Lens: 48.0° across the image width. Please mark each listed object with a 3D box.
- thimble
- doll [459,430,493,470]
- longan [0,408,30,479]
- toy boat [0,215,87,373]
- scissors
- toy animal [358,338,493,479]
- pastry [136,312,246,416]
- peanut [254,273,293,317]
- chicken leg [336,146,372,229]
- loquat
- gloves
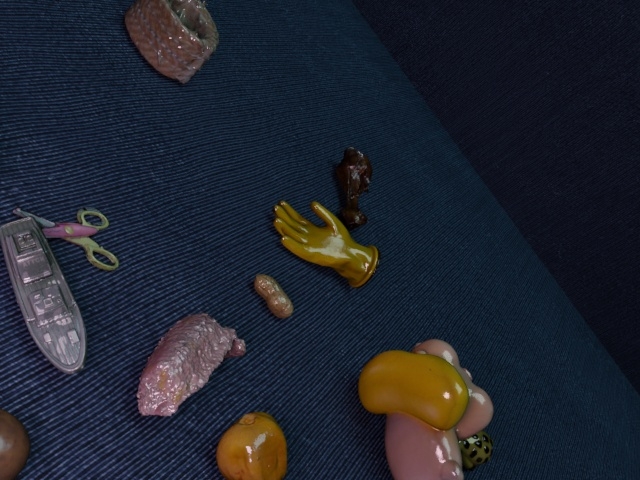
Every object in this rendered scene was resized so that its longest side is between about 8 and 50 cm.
[{"bbox_3d":[-0.360,-0.519,1.760,0.196,0.148,0.229,19,41,-45],"label":"thimble"},{"bbox_3d":[0.321,0.482,1.714,0.291,0.086,0.117,23,70,-41],"label":"doll"},{"bbox_3d":[-0.414,0.255,0.876,0.113,0.092,0.113,2,62,-4],"label":"longan"},{"bbox_3d":[-0.411,0.080,1.071,0.078,0.085,0.260,-21,73,-23],"label":"toy boat"},{"bbox_3d":[-0.430,-0.016,1.223,0.187,0.020,0.133,16,42,-51],"label":"scissors"},{"bbox_3d":[0.265,0.362,1.526,0.247,0.277,0.345,-2,60,-38],"label":"toy animal"},{"bbox_3d":[-0.222,0.194,1.211,0.112,0.103,0.265,69,22,-6],"label":"pastry"},{"bbox_3d":[-0.101,0.117,1.532,0.113,0.054,0.054,51,28,1],"label":"peanut"},{"bbox_3d":[0.093,-0.146,2.090,0.113,0.093,0.304,23,46,-16],"label":"chicken leg"},{"bbox_3d":[-0.107,0.357,1.196,0.137,0.113,0.137,-16,90,-73],"label":"loquat"},{"bbox_3d":[0.000,0.001,1.773,0.294,0.116,0.133,31,27,-23],"label":"gloves"}]
